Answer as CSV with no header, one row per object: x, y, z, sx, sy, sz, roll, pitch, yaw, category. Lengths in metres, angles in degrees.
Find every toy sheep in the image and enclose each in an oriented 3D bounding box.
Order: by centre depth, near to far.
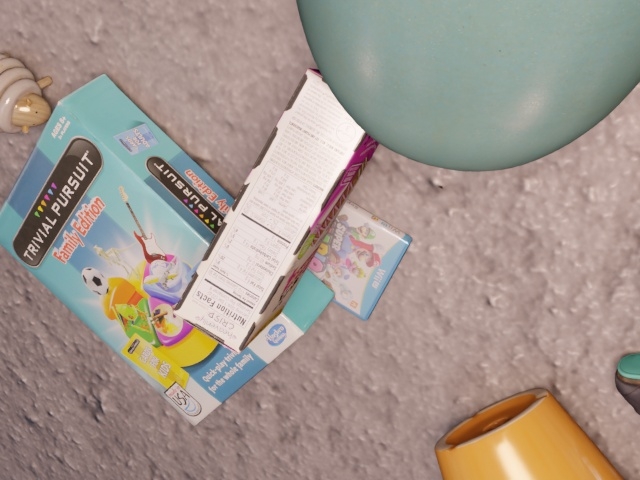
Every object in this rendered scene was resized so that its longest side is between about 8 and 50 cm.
-0.349,-0.162,0.973,0.132,0.091,0.091,26,127,12,toy sheep

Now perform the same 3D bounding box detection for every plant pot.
0.111,-0.189,0.605,0.293,0.293,0.235,22,141,14,plant pot
0.212,0.258,0.882,0.205,0.205,0.188,-31,87,37,plant pot

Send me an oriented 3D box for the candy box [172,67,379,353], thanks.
-0.025,-0.030,0.787,0.071,0.159,0.233,32,103,5,candy box

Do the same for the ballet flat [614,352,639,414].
0.367,0.135,0.796,0.203,0.074,0.074,-7,115,37,ballet flat

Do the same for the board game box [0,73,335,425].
-0.187,0.025,0.997,0.336,0.079,0.254,43,133,-2,board game box

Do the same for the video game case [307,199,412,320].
0.000,0.000,0.937,0.166,0.015,0.119,31,128,7,video game case
